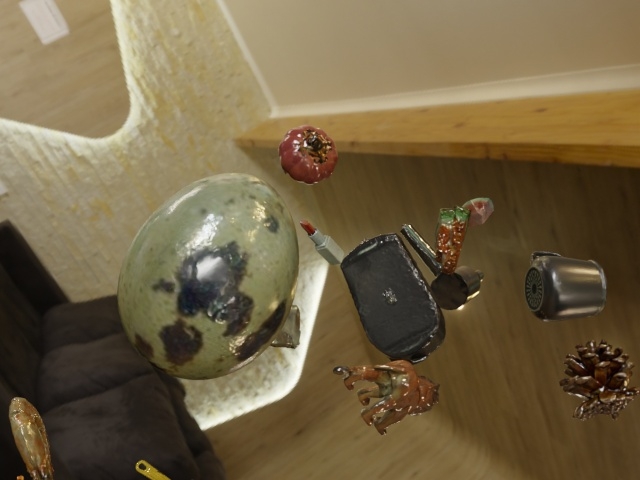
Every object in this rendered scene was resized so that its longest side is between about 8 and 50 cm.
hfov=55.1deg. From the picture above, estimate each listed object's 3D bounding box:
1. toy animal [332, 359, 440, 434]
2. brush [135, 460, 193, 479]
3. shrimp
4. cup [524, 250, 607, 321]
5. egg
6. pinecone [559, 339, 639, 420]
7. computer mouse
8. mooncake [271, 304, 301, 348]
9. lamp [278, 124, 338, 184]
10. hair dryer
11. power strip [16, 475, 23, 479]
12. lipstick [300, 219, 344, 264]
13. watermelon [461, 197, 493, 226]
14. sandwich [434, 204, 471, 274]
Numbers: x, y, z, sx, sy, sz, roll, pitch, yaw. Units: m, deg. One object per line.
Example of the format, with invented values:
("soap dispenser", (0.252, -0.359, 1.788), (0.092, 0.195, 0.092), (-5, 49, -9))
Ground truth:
("toy animal", (0.145, 0.281, 1.156), (0.097, 0.157, 0.312), (62, 1, 31))
("brush", (-0.397, 0.639, 1.605), (0.205, 0.083, 0.011), (40, -20, -13))
("shrimp", (-0.763, 0.553, 1.647), (0.294, 0.062, 0.154), (62, -7, 26))
("cup", (0.631, 0.106, 1.602), (0.223, 0.176, 0.169), (-93, -178, -48))
("egg", (-0.213, 0.069, 1.236), (0.344, 0.428, 0.345), (30, -8, 4))
("pinecone", (0.648, 0.323, 1.430), (0.149, 0.195, 0.179), (29, -40, -9))
("computer mouse", (0.165, 0.130, 1.363), (0.295, 0.168, 0.087), (66, 15, 12))
("mooncake", (-0.118, 0.246, 1.776), (0.073, 0.125, 0.130), (-31, -129, 55))
("lamp", (-0.032, -0.253, 1.783), (0.182, 0.182, 0.140), (57, -31, 0))
("hair dryer", (0.364, 0.061, 1.876), (0.302, 0.116, 0.244), (54, 22, 11))
("power strip", (-0.457, 0.422, 0.901), (0.049, 0.028, 0.178), (-114, -139, -70))
("lipstick", (-0.001, 0.000, 1.232), (0.030, 0.030, 0.129), (-13, -45, 36))
("watermelon", (0.438, -0.075, 1.692), (0.084, 0.092, 0.072), (148, -56, -68))
("sandwich", (0.332, 0.002, 1.596), (0.079, 0.159, 0.235), (14, -9, 13))
